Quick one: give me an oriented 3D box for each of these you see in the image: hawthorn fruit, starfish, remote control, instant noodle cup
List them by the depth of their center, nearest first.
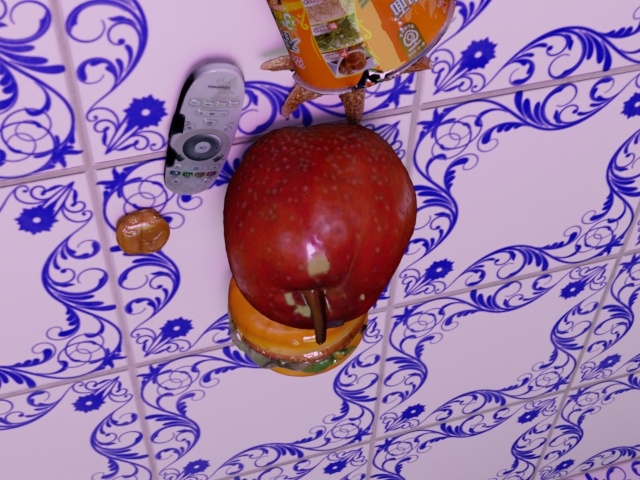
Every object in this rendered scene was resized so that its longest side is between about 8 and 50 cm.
[{"bbox_3d":[0.027,-0.316,1.143,0.230,0.230,0.182,-28,131,7],"label":"instant noodle cup"},{"bbox_3d":[0.031,-0.226,1.330,0.236,0.062,0.277,-6,163,-10],"label":"starfish"},{"bbox_3d":[-0.168,-0.156,1.360,0.097,0.045,0.256,1,139,-24],"label":"remote control"},{"bbox_3d":[0.000,0.000,1.371,0.285,0.369,0.285,0,133,0],"label":"hawthorn fruit"}]

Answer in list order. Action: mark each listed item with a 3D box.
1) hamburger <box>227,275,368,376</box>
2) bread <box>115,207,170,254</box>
[{"bbox_3d":[-0.036,0.120,1.592,0.246,0.246,0.170,-18,143,-5],"label":"hamburger"},{"bbox_3d":[-0.274,-0.013,1.472,0.083,0.046,0.081,13,127,-34],"label":"bread"}]
